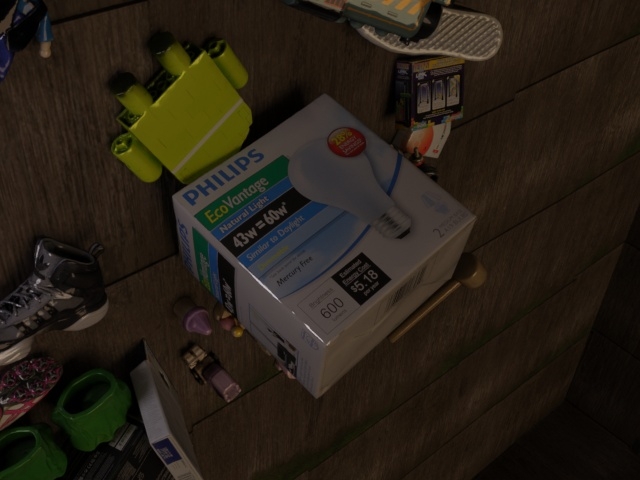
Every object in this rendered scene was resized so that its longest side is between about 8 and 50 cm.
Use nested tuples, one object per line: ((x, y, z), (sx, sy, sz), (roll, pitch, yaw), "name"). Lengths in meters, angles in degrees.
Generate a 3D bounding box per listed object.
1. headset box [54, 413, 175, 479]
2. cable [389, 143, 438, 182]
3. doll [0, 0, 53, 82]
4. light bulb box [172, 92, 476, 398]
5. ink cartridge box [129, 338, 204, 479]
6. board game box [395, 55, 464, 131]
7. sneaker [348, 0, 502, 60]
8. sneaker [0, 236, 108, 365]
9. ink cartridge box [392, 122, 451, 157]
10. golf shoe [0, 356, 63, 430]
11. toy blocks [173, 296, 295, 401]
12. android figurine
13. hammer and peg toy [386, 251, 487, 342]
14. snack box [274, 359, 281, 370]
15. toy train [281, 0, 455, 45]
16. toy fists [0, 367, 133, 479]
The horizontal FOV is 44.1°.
((-0.402, 0.489, 1.514), (0.246, 0.131, 0.283), (-59, 152, -29), "headset box")
((0.204, -0.119, 1.759), (0.287, 0.139, 0.072), (57, 33, -60), "cable")
((-0.389, -0.263, 0.984), (0.129, 0.046, 0.189), (35, 86, -47), "doll")
((0.000, 0.000, 1.349), (0.358, 0.361, 0.225), (-39, 158, -25), "light bulb box")
((-0.296, 0.335, 1.502), (0.045, 0.224, 0.223), (-22, 139, -6), "ink cartridge box")
((0.226, -0.309, 1.633), (0.170, 0.048, 0.141), (-18, 115, -39), "board game box")
((0.172, -0.405, 1.464), (0.321, 0.127, 0.126), (11, 108, -26), "sneaker")
((-0.441, 0.082, 1.195), (0.269, 0.101, 0.153), (-23, 136, -45), "sneaker")
((0.246, -0.272, 1.727), (0.145, 0.045, 0.179), (2, 121, -51), "ink cartridge box")
((-0.512, 0.261, 1.312), (0.186, 0.067, 0.086), (-36, 169, -23), "golf shoe")
((-0.093, 0.192, 1.555), (0.309, 0.260, 0.288), (-41, 145, -17), "toy blocks")
((-0.209, -0.196, 1.248), (0.248, 0.056, 0.273), (-49, 145, -5), "android figurine")
((0.128, 0.017, 1.566), (0.266, 0.361, 0.127), (-49, 146, -4), "hammer and peg toy")
((-0.053, 0.221, 1.840), (0.064, 0.022, 0.178), (-5, 124, -46), "snack box")
((0.082, -0.432, 1.267), (0.334, 0.142, 0.190), (8, 117, -34), "toy train")
((-0.451, 0.336, 1.363), (0.279, 0.096, 0.142), (-38, 148, -24), "toy fists")
